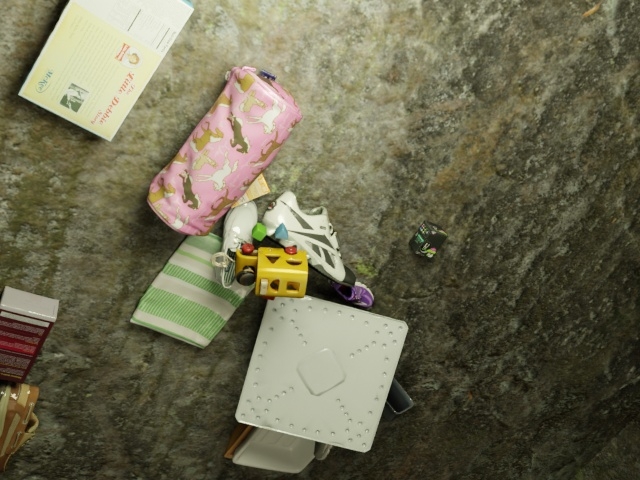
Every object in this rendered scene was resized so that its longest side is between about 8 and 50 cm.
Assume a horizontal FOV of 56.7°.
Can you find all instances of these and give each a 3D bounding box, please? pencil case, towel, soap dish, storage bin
[{"bbox_3d":[-0.209,-0.182,1.259,0.386,0.167,0.160,-49,147,18],"label":"pencil case"},{"bbox_3d":[-0.310,0.135,1.540,0.248,0.038,0.325,29,113,-32],"label":"towel"},{"bbox_3d":[-0.134,0.629,1.917,0.290,0.118,0.229,23,116,-30],"label":"soap dish"},{"bbox_3d":[0.229,0.523,1.953,0.098,0.135,0.091,-19,146,-35],"label":"storage bin"}]

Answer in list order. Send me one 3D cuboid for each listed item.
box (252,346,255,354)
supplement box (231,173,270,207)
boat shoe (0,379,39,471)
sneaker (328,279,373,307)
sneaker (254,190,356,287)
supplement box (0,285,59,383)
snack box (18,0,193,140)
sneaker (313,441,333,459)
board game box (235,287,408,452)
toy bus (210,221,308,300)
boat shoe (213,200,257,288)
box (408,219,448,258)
[{"bbox_3d":[-0.039,0.369,1.706,0.324,0.063,0.067,32,113,-7],"label":"box"},{"bbox_3d":[-0.173,-0.122,1.377,0.098,0.036,0.062,-24,100,0],"label":"supplement box"},{"bbox_3d":[-0.827,0.510,1.601,0.120,0.122,0.324,8,123,-27],"label":"boat shoe"},{"bbox_3d":[0.086,0.151,1.661,0.170,0.071,0.068,33,110,-35],"label":"sneaker"},{"bbox_3d":[0.000,0.000,1.478,0.330,0.122,0.146,39,81,-36],"label":"sneaker"},{"bbox_3d":[-0.747,0.235,1.449,0.130,0.073,0.239,23,115,-30],"label":"supplement box"},{"bbox_3d":[-0.405,-0.363,1.120,0.187,0.060,0.322,28,113,-32],"label":"snack box"},{"bbox_3d":[0.000,0.534,1.851,0.115,0.105,0.281,8,80,-4],"label":"sneaker"},{"bbox_3d":[0.002,0.357,1.641,0.389,0.050,0.390,15,97,-5],"label":"board game box"},{"bbox_3d":[-0.123,0.077,1.357,0.202,0.104,0.191,-34,122,18],"label":"toy bus"},{"bbox_3d":[-0.195,0.010,1.432,0.083,0.076,0.226,7,109,-27],"label":"boat shoe"},{"bbox_3d":[0.294,-0.003,1.625,0.062,0.052,0.083,19,117,-30],"label":"box"}]
